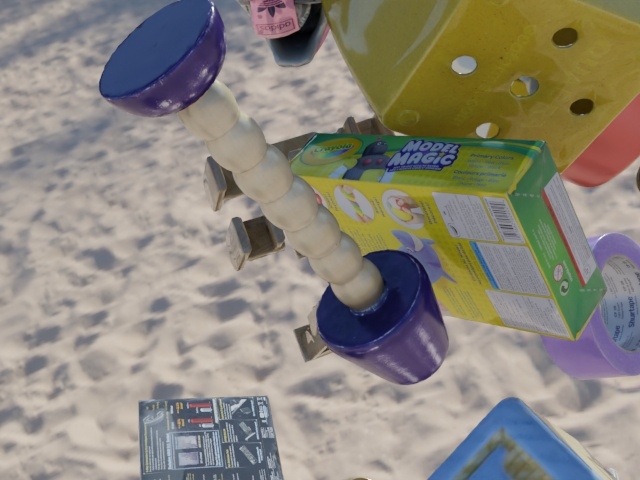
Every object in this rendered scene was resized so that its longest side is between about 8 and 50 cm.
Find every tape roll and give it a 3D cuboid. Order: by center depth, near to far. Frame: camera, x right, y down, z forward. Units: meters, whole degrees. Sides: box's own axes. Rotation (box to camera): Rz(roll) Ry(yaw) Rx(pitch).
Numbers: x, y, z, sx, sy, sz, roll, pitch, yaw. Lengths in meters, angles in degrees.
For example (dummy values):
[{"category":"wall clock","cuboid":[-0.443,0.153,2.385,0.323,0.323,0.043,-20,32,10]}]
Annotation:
[{"category":"tape roll","cuboid":[0.370,0.088,1.310,0.080,0.189,0.189,-15,17,47]}]

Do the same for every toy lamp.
[{"category":"toy lamp","cuboid":[-0.010,-0.009,0.555,0.080,0.274,0.080,-25,38,22]}]

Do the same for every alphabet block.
[{"category":"alphabet block","cuboid":[0.195,0.283,0.873,0.193,0.197,0.192,-47,53,5]}]

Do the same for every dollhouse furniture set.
[{"category":"dollhouse furniture set","cuboid":[0.000,0.000,1.146,0.212,0.242,0.161,-18,-12,-14]}]

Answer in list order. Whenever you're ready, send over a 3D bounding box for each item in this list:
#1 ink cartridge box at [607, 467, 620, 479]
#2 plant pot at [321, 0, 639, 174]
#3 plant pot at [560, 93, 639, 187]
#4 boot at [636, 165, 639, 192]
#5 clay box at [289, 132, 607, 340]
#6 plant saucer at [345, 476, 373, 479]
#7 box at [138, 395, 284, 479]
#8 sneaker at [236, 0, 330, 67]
[{"category":"ink cartridge box","cuboid":[0.249,0.437,1.199,0.307,0.223,0.129,-20,22,12]},{"category":"plant pot","cuboid":[0.129,-0.170,0.683,0.212,0.212,0.187,16,49,-18]},{"category":"plant pot","cuboid":[0.227,-0.195,1.012,0.275,0.243,0.275,-56,9,13]},{"category":"boot","cuboid":[0.485,-0.103,1.142,0.213,0.077,0.165,-41,-33,28]},{"category":"clay box","cuboid":[0.067,-0.009,0.665,0.222,0.127,0.053,10,51,46]},{"category":"plant saucer","cuboid":[0.070,0.423,1.648,0.083,0.015,0.083,7,37,-5]},{"category":"box","cuboid":[-0.190,0.400,1.709,0.242,0.076,0.307,-1,34,-12]},{"category":"sneaker","cuboid":[-0.036,-0.240,0.797,0.112,0.131,0.319,-1,-9,12]}]
